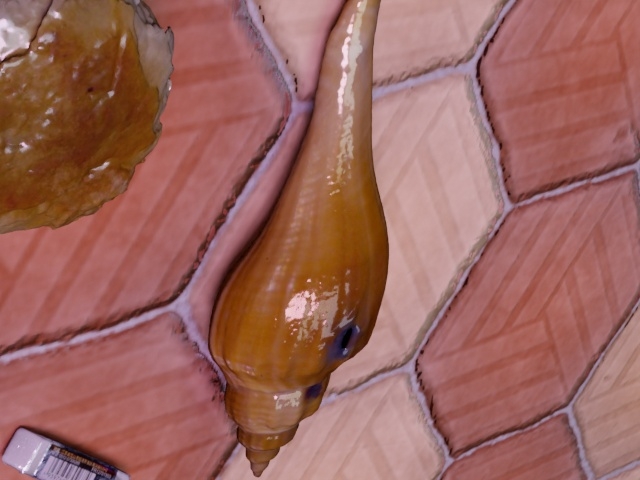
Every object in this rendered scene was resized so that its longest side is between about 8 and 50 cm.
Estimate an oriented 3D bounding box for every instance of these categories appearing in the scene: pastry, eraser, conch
[{"bbox_3d":[-0.139,-0.069,0.679,0.153,0.081,0.153,-29,137,-32],"label":"pastry"},{"bbox_3d":[-0.156,0.141,0.872,0.099,0.019,0.027,37,76,-52],"label":"eraser"},{"bbox_3d":[0.003,0.003,0.864,0.109,0.093,0.330,2,116,-38],"label":"conch"}]
